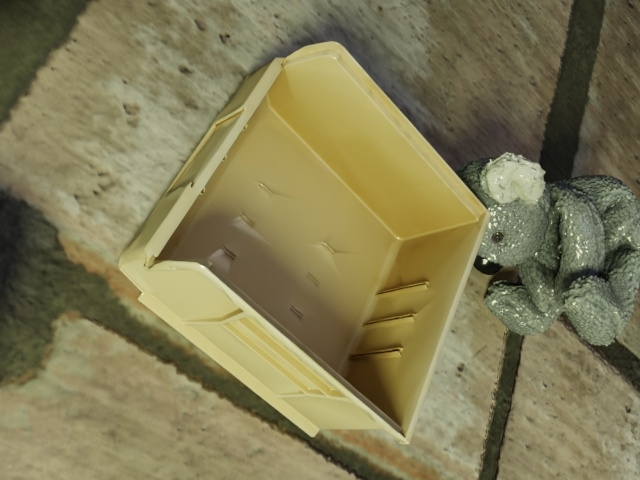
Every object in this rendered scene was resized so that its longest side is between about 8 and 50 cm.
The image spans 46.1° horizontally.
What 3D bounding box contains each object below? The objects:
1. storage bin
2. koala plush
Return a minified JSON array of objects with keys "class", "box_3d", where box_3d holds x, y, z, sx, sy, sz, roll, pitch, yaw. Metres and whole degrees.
[{"class":"storage bin","box_3d":[0.000,0.000,0.681,0.260,0.123,0.262,44,54,-24]},{"class":"koala plush","box_3d":[0.228,-0.020,0.845,0.221,0.196,0.203,28,77,-16]}]
